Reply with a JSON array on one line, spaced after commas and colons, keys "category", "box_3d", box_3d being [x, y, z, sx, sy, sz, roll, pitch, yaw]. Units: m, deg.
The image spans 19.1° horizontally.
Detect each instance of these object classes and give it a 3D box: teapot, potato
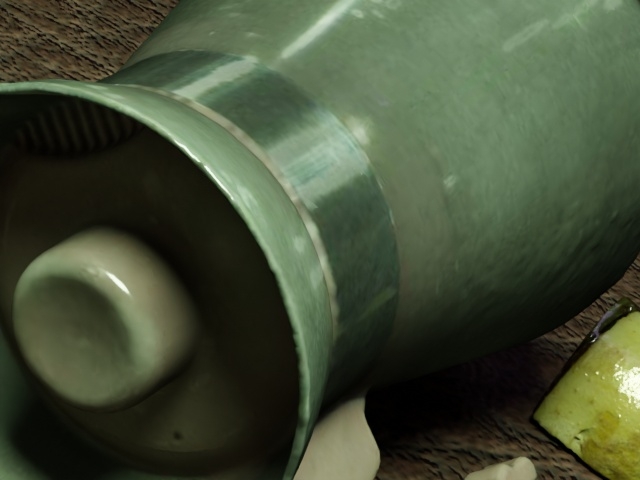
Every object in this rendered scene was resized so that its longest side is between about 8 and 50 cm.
[{"category": "teapot", "box_3d": [0.000, 0.000, 0.842, 0.344, 0.253, 0.300, -35, 98, -53]}, {"category": "potato", "box_3d": [0.180, 0.089, 1.007, 0.103, 0.066, 0.096, 38, 32, 14]}]
